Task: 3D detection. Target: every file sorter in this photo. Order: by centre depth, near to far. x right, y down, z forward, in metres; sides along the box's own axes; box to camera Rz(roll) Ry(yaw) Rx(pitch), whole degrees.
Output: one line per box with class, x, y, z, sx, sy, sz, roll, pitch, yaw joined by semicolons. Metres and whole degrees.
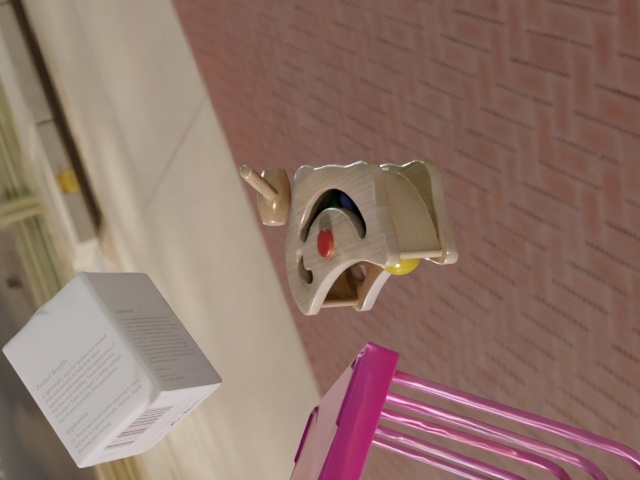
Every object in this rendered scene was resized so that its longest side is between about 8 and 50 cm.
file sorter;0.060;0.209;0.669;0.290;0.182;0.202;111;179;-74

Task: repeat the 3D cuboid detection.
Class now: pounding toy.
pounding toy;0.000;0.000;1.084;0.269;0.155;0.154;2;94;62

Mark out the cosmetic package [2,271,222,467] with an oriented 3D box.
cosmetic package;-0.253;0.152;1.337;0.183;0.151;0.151;53;-163;17
